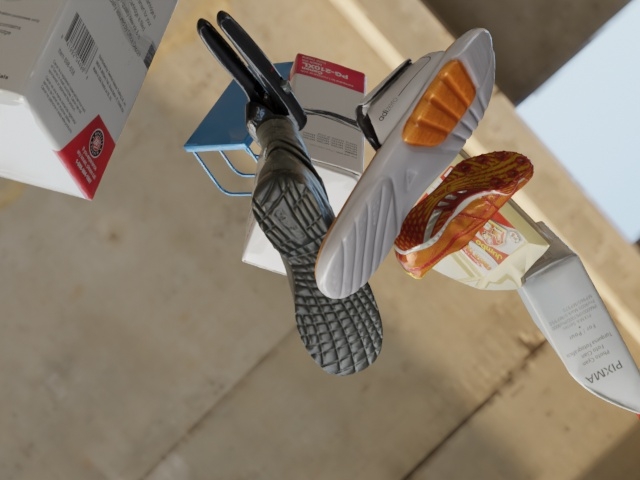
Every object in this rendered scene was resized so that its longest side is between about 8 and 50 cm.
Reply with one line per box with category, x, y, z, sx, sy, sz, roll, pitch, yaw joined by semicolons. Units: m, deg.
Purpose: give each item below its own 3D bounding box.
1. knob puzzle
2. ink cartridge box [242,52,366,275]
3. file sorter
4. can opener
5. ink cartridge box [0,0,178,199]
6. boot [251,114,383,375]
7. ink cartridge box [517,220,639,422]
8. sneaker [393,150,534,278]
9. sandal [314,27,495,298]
knob puzzle;0.174;-0.019;1.752;0.030;0.213;0.213;-42;-173;-33
ink cartridge box;-0.017;-0.091;1.820;0.237;0.100;0.172;-85;-165;-54
file sorter;-0.084;-0.155;2.086;0.118;0.104;0.170;0;-135;41
can opener;-0.069;-0.174;1.587;0.059;0.186;0.073;-18;-139;15
ink cartridge box;-0.233;-0.207;1.357;0.197;0.114;0.273;70;38;-63
boot;0.000;0.000;1.502;0.083;0.246;0.161;-18;-154;9
ink cartridge box;0.375;0.175;2.046;0.091;0.385;0.308;-27;-172;3
sneaker;0.143;-0.030;1.504;0.175;0.067;0.064;-35;-128;-12
sandal;0.052;-0.077;1.193;0.265;0.076;0.102;-54;151;-21
